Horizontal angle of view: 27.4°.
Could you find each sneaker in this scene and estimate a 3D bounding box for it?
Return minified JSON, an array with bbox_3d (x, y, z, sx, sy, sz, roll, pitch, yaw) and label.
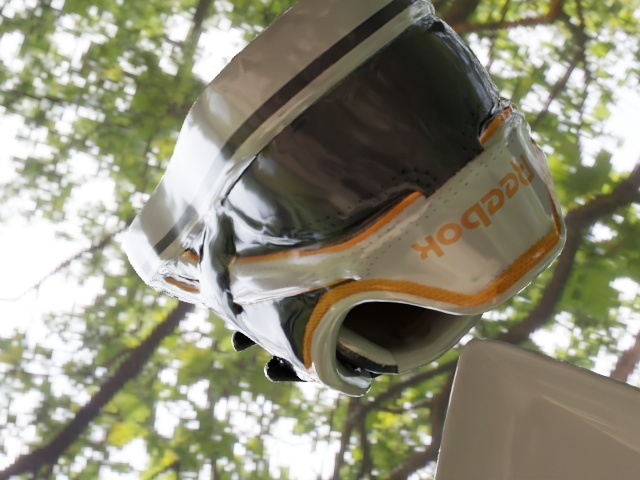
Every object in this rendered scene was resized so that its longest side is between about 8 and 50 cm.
[{"bbox_3d":[0.000,0.000,0.553,0.126,0.321,0.127,-41,-89,-12],"label":"sneaker"}]

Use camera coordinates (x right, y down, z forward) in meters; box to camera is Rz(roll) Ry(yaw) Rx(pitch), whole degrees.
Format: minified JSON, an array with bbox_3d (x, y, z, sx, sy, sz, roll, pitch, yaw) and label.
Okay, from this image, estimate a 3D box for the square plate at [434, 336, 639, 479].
[{"bbox_3d":[0.212,0.256,0.732,0.344,0.049,0.347,16,-73,21],"label":"square plate"}]
